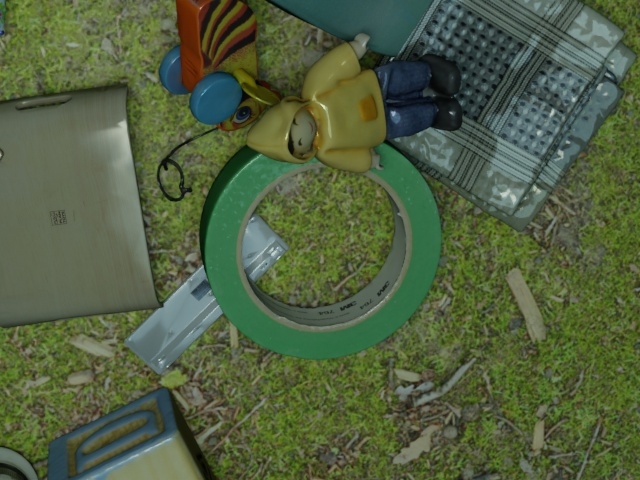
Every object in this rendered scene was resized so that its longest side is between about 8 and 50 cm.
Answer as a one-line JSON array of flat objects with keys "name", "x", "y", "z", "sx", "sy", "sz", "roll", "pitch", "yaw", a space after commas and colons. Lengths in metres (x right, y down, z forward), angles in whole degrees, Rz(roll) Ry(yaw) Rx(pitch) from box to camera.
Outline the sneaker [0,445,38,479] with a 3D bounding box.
[{"name": "sneaker", "x": -0.568, "y": 0.451, "z": 1.677, "sx": 0.447, "sy": 0.257, "sz": 0.169, "roll": -35, "pitch": 107, "yaw": -1}]

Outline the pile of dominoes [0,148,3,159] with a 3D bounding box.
[{"name": "pile of dominoes", "x": -0.555, "y": -0.103, "z": 1.632, "sx": 0.251, "sy": 0.040, "sz": 0.196, "roll": 35, "pitch": 95, "yaw": 0}]

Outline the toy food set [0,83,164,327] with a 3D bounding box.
[{"name": "toy food set", "x": -0.336, "y": -0.040, "z": 1.708, "sx": 0.219, "sy": 0.092, "sz": 0.306, "roll": -7, "pitch": 103, "yaw": 3}]

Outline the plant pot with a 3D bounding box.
[{"name": "plant pot", "x": 0.018, "y": -0.344, "z": 1.662, "sx": 0.234, "sy": 0.166, "sz": 0.165, "roll": 31, "pitch": 95, "yaw": -25}]

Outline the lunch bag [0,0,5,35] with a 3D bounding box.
[{"name": "lunch bag", "x": -0.467, "y": -0.322, "z": 1.605, "sx": 0.151, "sy": 0.096, "sz": 0.129, "roll": -1, "pitch": 103, "yaw": -20}]

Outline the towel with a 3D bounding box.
[{"name": "towel", "x": 0.243, "y": -0.212, "z": 1.784, "sx": 0.324, "sy": 0.056, "sz": 0.312, "roll": 31, "pitch": 95, "yaw": -16}]

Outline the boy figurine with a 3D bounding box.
[{"name": "boy figurine", "x": 0.039, "y": -0.165, "z": 1.609, "sx": 0.285, "sy": 0.092, "sz": 0.177, "roll": -15, "pitch": 114, "yaw": -32}]

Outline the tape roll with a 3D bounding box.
[{"name": "tape roll", "x": 0.000, "y": 0.000, "z": 1.752, "sx": 0.321, "sy": 0.077, "sz": 0.321, "roll": -3, "pitch": 108, "yaw": -11}]

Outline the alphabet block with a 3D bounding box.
[{"name": "alphabet block", "x": -0.239, "y": 0.344, "z": 1.749, "sx": 0.192, "sy": 0.193, "sz": 0.197, "roll": -25, "pitch": 106, "yaw": -3}]

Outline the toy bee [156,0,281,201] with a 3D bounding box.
[{"name": "toy bee", "x": -0.126, "y": -0.211, "z": 1.680, "sx": 0.162, "sy": 0.298, "sz": 0.195, "roll": -20, "pitch": 70, "yaw": -33}]

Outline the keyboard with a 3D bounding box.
[{"name": "keyboard", "x": -0.157, "y": 0.075, "z": 1.798, "sx": 0.256, "sy": 0.014, "sz": 0.072, "roll": -44, "pitch": 101, "yaw": 1}]
